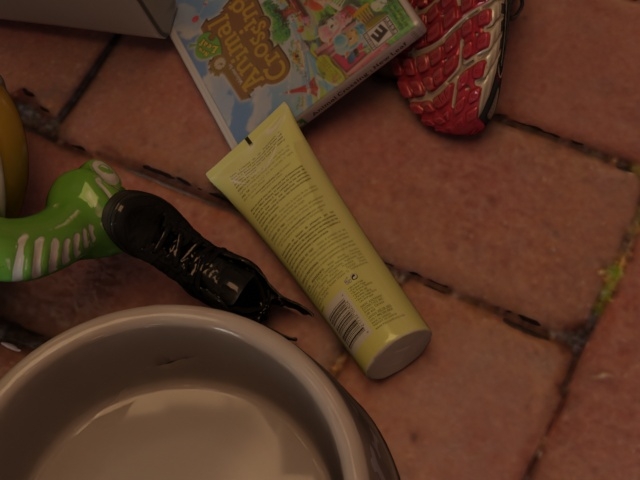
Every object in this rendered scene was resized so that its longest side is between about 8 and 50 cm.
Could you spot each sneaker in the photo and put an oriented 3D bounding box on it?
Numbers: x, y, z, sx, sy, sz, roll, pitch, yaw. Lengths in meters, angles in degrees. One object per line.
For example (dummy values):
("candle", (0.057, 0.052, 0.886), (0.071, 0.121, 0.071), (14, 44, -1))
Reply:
("sneaker", (0.137, -0.231, 1.144), (0.121, 0.112, 0.299), (-14, 65, 48))
("sneaker", (-0.085, 0.020, 1.023), (0.089, 0.170, 0.051), (20, 74, 44))

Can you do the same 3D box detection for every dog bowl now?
("dog bowl", (-0.112, 0.202, 0.952), (0.349, 0.102, 0.348), (-3, 63, 7))

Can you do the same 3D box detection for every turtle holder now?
("turtle holder", (-0.325, -0.067, 1.041), (0.320, 0.243, 0.227), (-10, 21, 25))

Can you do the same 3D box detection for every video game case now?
("video game case", (-0.036, -0.199, 1.156), (0.193, 0.023, 0.212), (-36, 62, 13))

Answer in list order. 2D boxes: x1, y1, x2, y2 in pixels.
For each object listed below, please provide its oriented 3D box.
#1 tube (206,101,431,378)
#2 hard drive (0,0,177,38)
("tube", (0.000, 0.000, 1.064), (0.070, 0.062, 0.240), (-23, 61, -25))
("hard drive", (-0.323, -0.261, 1.134), (0.353, 0.233, 0.047), (9, 71, 16))
